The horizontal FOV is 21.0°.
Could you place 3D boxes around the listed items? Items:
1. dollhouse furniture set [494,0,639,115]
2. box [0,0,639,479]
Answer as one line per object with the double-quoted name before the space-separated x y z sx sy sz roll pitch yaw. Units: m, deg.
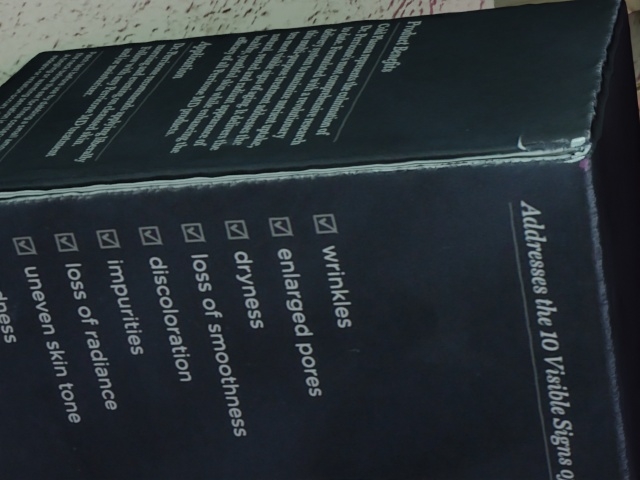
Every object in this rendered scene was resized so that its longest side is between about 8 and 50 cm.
"dollhouse furniture set" 0.380 -0.132 1.642 0.362 0.256 0.394 -26 97 -22
"box" 0.007 0.105 1.278 0.472 0.297 0.480 -3 116 17
